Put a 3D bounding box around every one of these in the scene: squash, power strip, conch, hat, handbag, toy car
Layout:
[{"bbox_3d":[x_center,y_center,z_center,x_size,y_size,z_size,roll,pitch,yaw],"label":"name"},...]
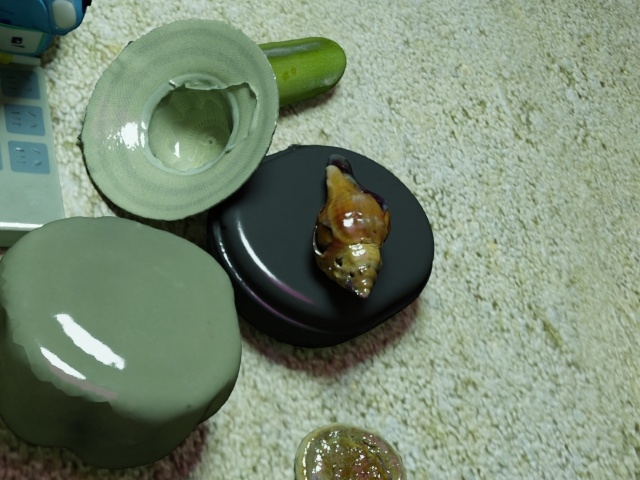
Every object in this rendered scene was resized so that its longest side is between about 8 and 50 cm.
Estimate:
[{"bbox_3d":[-0.085,-0.214,1.530,0.341,0.094,0.094,-16,64,-42],"label":"squash"},{"bbox_3d":[-0.356,-0.098,1.295,0.118,0.046,0.270,5,53,-30],"label":"power strip"},{"bbox_3d":[0.039,-0.024,1.323,0.086,0.080,0.233,32,43,-16],"label":"conch"},{"bbox_3d":[-0.151,-0.128,1.391,0.252,0.252,0.110,61,8,23],"label":"hat"},{"bbox_3d":[-0.001,0.001,1.402,0.308,0.093,0.254,-27,70,-43],"label":"handbag"},{"bbox_3d":[-0.349,-0.280,1.303,0.198,0.166,0.314,10,12,-14],"label":"toy car"}]

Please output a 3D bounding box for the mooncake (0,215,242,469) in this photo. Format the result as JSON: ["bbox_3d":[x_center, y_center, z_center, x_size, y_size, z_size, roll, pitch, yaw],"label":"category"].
[{"bbox_3d":[-0.210,0.098,1.164,0.275,0.135,0.275,19,44,-19],"label":"mooncake"}]

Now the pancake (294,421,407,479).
[{"bbox_3d":[0.035,0.259,1.261,0.139,0.022,0.139,16,49,-20],"label":"pancake"}]
